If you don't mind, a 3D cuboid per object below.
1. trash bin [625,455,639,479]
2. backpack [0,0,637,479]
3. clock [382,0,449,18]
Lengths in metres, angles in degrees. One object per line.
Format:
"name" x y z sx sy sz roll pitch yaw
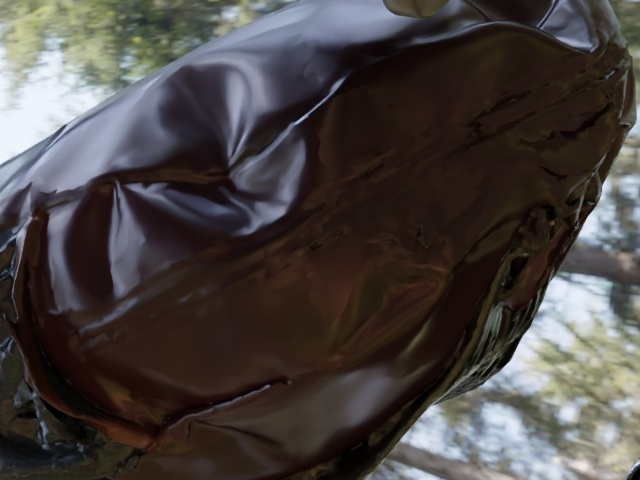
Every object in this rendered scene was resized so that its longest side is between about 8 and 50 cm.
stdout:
"trash bin" 0.222 0.193 0.821 0.182 0.209 0.290 39 -121 -7
"backpack" 0.000 0.000 0.746 0.283 0.317 0.197 -32 -85 -46
"clock" -0.042 -0.200 0.618 0.235 0.310 0.166 -43 -45 -40
